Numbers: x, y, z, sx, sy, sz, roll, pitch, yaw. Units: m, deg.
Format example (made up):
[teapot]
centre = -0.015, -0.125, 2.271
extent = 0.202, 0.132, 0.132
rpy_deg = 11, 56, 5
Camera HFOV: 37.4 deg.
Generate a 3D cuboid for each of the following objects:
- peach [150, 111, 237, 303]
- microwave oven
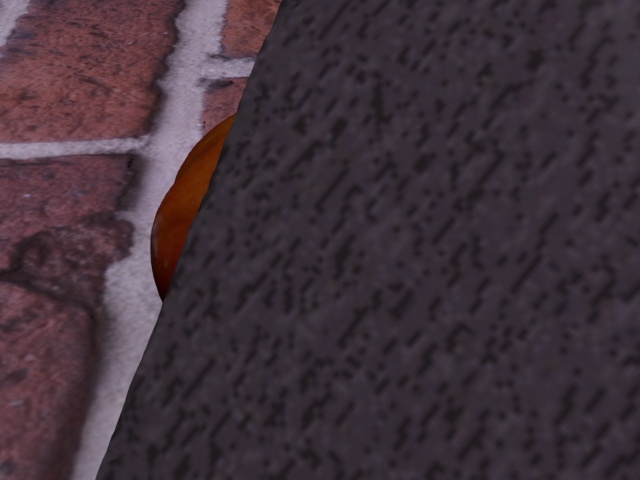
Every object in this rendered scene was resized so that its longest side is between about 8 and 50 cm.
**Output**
[peach]
centre = 0.000, 0.000, 0.696
extent = 0.243, 0.199, 0.243
rpy_deg = -3, 58, 5
[microwave oven]
centre = 0.176, 0.074, 0.391
extent = 0.432, 0.374, 0.236
rpy_deg = 16, -10, 27
